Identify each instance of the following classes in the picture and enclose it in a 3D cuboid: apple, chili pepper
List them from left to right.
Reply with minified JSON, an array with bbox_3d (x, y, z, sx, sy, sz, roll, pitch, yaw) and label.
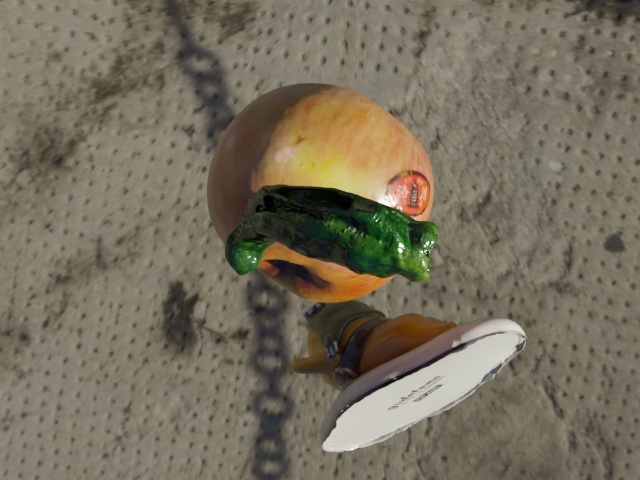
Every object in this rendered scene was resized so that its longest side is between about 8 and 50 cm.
[{"bbox_3d":[-0.005,-0.003,0.705,0.182,0.050,0.073,4,149,36],"label":"chili pepper"},{"bbox_3d":[-0.001,-0.038,0.858,0.209,0.209,0.164,30,72,-6],"label":"apple"}]

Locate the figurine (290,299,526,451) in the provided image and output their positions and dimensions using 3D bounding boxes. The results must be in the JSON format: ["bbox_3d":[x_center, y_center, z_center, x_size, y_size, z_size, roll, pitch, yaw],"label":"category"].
[{"bbox_3d":[0.077,0.100,1.011,0.250,0.166,0.141,-34,60,24],"label":"figurine"}]
